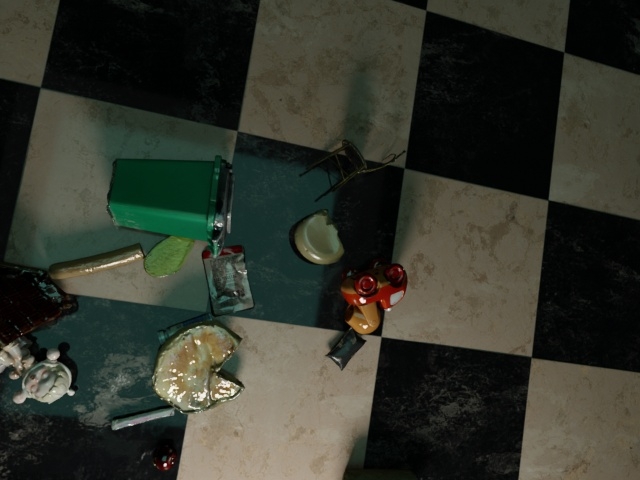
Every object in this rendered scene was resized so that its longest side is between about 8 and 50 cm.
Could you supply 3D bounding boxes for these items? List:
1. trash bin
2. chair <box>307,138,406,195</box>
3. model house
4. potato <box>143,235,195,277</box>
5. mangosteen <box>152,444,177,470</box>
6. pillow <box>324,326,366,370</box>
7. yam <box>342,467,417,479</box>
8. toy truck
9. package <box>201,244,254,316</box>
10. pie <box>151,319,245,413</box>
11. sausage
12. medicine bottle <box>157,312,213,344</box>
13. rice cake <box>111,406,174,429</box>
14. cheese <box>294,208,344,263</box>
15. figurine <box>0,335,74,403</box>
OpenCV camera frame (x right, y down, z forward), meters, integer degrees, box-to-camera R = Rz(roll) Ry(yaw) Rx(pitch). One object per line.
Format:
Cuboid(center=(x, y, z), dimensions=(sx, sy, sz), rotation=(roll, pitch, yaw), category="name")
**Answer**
Cuboid(center=(-0.481, -0.119, 1.776), dimensions=(0.381, 0.259, 0.295), rotation=(5, 70, -8), category="trash bin")
Cuboid(center=(0.131, -0.302, 2.013), dimensions=(0.326, 0.160, 0.170), rotation=(-34, 96, -10), category="chair")
Cuboid(center=(-0.966, 0.168, 1.604), dimensions=(0.297, 0.282, 0.317), rotation=(-37, 98, -6), category="model house")
Cuboid(center=(-0.518, 0.051, 1.866), dimensions=(0.119, 0.054, 0.198), rotation=(41, 72, -4), category="potato")
Cuboid(center=(-0.521, 0.723, 1.807), dimensions=(0.081, 0.081, 0.080), rotation=(1, 86, -15), category="mangosteen")
Cuboid(center=(0.095, 0.400, 2.006), dimensions=(0.090, 0.048, 0.150), rotation=(41, 81, 0), category="pillow")
Cuboid(center=(0.189, 0.905, 1.936), dimensions=(0.304, 0.168, 0.168), rotation=(6, 85, -13), category="yam")
Cuboid(center=(0.201, 0.205, 1.983), dimensions=(0.265, 0.189, 0.239), rotation=(-19, 101, -16), category="toy truck")
Cuboid(center=(-0.327, 0.141, 1.920), dimensions=(0.154, 0.030, 0.239), rotation=(-10, 89, -14), category="package")
Cuboid(center=(-0.411, 0.432, 1.832), dimensions=(0.338, 0.075, 0.337), rotation=(-2, 98, -12), category="pie")
Cuboid(center=(-0.742, 0.073, 1.800), dimensions=(0.301, 0.066, 0.065), rotation=(-15, 90, -14), category="sausage")
Cuboid(center=(-0.462, 0.304, 1.863), dimensions=(0.191, 0.051, 0.051), rotation=(-18, 91, -16), category="medicine bottle")
Cuboid(center=(-0.593, 0.597, 1.818), dimensions=(0.208, 0.033, 0.033), rotation=(-9, 79, -16), category="rice cake")
Cuboid(center=(0.000, 0.000, 1.987), dimensions=(0.175, 0.091, 0.202), rotation=(-36, 97, -15), category="cheese")
Cuboid(center=(-0.901, 0.424, 1.704), dimensions=(0.257, 0.144, 0.182), rotation=(43, 57, -6), category="figurine")
